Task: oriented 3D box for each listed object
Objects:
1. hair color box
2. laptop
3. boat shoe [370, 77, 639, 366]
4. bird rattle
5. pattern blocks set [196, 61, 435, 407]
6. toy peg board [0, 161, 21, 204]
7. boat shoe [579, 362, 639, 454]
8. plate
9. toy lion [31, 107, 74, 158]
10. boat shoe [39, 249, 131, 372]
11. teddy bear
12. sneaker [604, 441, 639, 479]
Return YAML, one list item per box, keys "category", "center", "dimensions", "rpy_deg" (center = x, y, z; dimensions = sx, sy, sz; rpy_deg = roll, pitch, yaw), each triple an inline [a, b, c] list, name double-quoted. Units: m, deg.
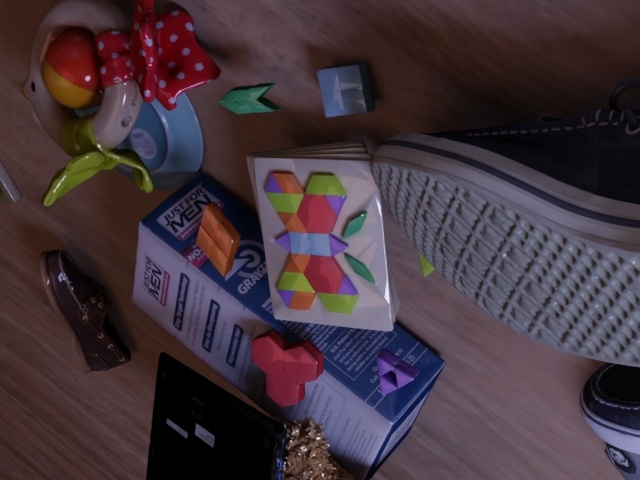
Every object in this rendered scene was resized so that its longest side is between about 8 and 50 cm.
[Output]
- category: "hair color box"
  center: [-0.045, 0.098, 1.327]
  dimensions: [0.347, 0.105, 0.174]
  rpy_deg: [37, 146, 13]
- category: "laptop"
  center: [-0.072, 0.273, 1.278]
  dimensions: [0.234, 0.136, 0.264]
  rpy_deg: [21, 109, 49]
- category: "boat shoe"
  center: [0.234, -0.015, 0.879]
  dimensions: [0.500, 0.156, 0.187]
  rpy_deg: [13, 141, 50]
- category: "bird rattle"
  center: [-0.230, -0.161, 1.223]
  dimensions: [0.207, 0.143, 0.253]
  rpy_deg: [45, 131, 25]
- category: "pattern blocks set"
  center: [0.000, 0.000, 1.147]
  dimensions: [0.285, 0.026, 0.325]
  rpy_deg: [-14, 101, 34]
- category: "toy peg board"
  center: [-0.519, -0.102, 1.665]
  dimensions: [0.160, 0.079, 0.161]
  rpy_deg: [-1, 123, 47]
- category: "boat shoe"
  center: [0.312, 0.094, 0.920]
  dimensions: [0.102, 0.108, 0.301]
  rpy_deg: [42, 148, -27]
- category: "plate"
  center: [-0.211, -0.132, 1.332]
  dimensions: [0.188, 0.024, 0.188]
  rpy_deg: [21, 133, 25]
- category: "toy lion"
  center: [-0.292, -0.155, 1.414]
  dimensions: [0.100, 0.034, 0.096]
  rpy_deg: [47, 138, 0]
- category: "boat shoe"
  center: [-0.321, 0.093, 1.664]
  dimensions: [0.073, 0.073, 0.207]
  rpy_deg: [-11, 127, 9]
- category: "teddy bear"
  center: [-0.005, 0.273, 1.299]
  dimensions: [0.338, 0.113, 0.245]
  rpy_deg: [10, 128, 55]
- category: "sneaker"
  center: [0.314, 0.170, 1.035]
  dimensions: [0.132, 0.086, 0.229]
  rpy_deg: [46, 147, 6]
